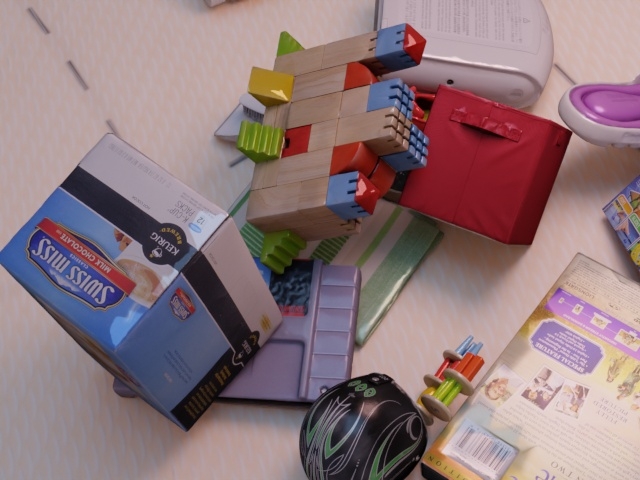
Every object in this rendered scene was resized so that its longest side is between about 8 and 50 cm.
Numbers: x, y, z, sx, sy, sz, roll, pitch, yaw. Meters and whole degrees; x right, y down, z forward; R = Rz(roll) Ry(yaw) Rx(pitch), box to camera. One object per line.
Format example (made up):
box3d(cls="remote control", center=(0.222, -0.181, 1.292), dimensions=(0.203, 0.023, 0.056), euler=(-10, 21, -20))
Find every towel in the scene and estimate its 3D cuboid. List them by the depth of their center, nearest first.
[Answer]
box3d(cls="towel", center=(0.000, 0.000, 1.932), dimensions=(0.325, 0.038, 0.248), euler=(28, 66, 22))

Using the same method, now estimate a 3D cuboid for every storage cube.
box3d(cls="storage cube", center=(0.255, -0.111, 1.839), dimensions=(0.184, 0.215, 0.193), euler=(21, 96, 20))

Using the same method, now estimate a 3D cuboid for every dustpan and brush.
box3d(cls="dustpan and brush", center=(-0.078, -0.215, 2.031), dimensions=(0.211, 0.060, 0.147), euler=(25, 68, 35))

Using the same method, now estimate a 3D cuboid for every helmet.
box3d(cls="helmet", center=(0.049, 0.278, 1.662), dimensions=(0.161, 0.169, 0.169), euler=(-36, 59, -26))

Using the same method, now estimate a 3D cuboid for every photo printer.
box3d(cls="photo printer", center=(0.243, -0.348, 2.057), dimensions=(0.307, 0.107, 0.256), euler=(8, 51, -3))

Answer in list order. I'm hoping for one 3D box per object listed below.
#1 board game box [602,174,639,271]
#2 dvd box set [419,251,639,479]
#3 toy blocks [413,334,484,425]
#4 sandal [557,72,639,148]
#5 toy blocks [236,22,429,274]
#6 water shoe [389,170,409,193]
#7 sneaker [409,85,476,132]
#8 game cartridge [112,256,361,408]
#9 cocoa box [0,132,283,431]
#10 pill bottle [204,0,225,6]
box3d(cls="board game box", center=(0.513, -0.028, 1.800), dimensions=(0.136, 0.035, 0.201), euler=(-45, 32, 22))
box3d(cls="dvd box set", center=(0.383, 0.244, 1.699), dimensions=(0.308, 0.062, 0.420), euler=(30, 64, 24))
box3d(cls="toy blocks", center=(0.195, 0.191, 1.728), dimensions=(0.054, 0.123, 0.148), euler=(44, 68, -4))
box3d(cls="sandal", center=(0.561, -0.228, 1.890), dimensions=(0.416, 0.102, 0.169), euler=(-15, 52, -31))
box3d(cls="toy blocks", center=(0.041, -0.155, 1.788), dimensions=(0.261, 0.191, 0.381), euler=(-8, 60, 34))
box3d(cls="water shoe", center=(0.078, -0.118, 1.964), dimensions=(0.203, 0.080, 0.073), euler=(22, 94, 13))
box3d(cls="sneaker", center=(0.132, -0.205, 1.999), dimensions=(0.279, 0.118, 0.107), euler=(-7, 55, 3))
box3d(cls="game cartridge", center=(-0.123, 0.133, 1.824), dimensions=(0.355, 0.068, 0.230), euler=(2, 68, 11))
box3d(cls="cocoa box", center=(-0.233, 0.069, 1.647), dimensions=(0.231, 0.347, 0.228), euler=(34, 75, 23))
box3d(cls="pill bottle", center=(-0.131, -0.522, 2.247), dimensions=(0.208, 0.119, 0.119), euler=(-26, 57, -10))
